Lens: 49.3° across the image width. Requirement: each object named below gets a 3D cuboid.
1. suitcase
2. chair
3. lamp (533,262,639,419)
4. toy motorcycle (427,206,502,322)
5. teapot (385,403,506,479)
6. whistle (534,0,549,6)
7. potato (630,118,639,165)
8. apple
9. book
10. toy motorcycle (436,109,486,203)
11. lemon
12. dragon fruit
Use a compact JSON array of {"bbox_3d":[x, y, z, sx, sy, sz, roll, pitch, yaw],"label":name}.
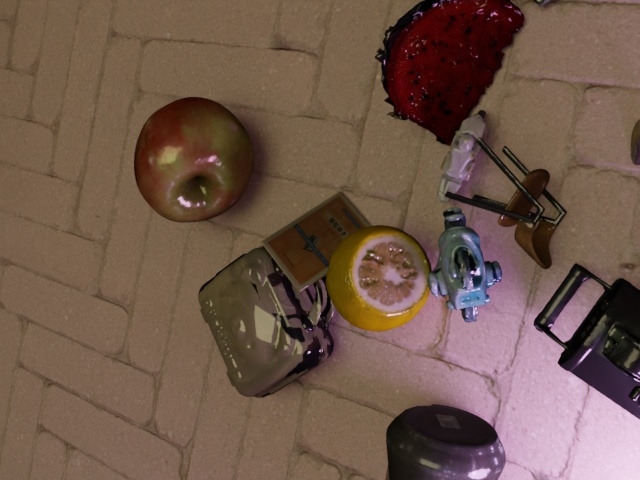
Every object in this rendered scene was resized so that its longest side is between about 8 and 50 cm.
[{"bbox_3d":[-0.125,0.186,1.766,0.339,0.194,0.351,-34,71,23],"label":"suitcase"},{"bbox_3d":[0.415,-0.078,1.463,0.247,0.158,0.172,37,110,29],"label":"chair"},{"bbox_3d":[0.597,0.214,1.306,0.272,0.374,0.205,33,100,-5],"label":"lamp"},{"bbox_3d":[0.298,0.050,1.470,0.154,0.260,0.206,-9,59,9],"label":"toy motorcycle"},{"bbox_3d":[0.234,0.546,1.520,0.300,0.253,0.344,-150,68,-63],"label":"teapot"},{"bbox_3d":[0.541,-0.587,1.456,0.236,0.077,0.114,-46,57,28],"label":"whistle"},{"bbox_3d":[0.646,-0.200,1.401,0.037,0.036,0.093,-1,109,-4],"label":"potato"},{"bbox_3d":[-0.338,-0.220,1.850,0.319,0.319,0.277,-48,43,21],"label":"apple"},{"bbox_3d":[0.000,0.000,1.715,0.241,0.018,0.170,-34,67,-13],"label":"book"},{"bbox_3d":[0.313,-0.188,1.535,0.074,0.151,0.229,25,94,9],"label":"toy motorcycle"},{"bbox_3d":[0.126,0.089,1.593,0.240,0.219,0.240,2,79,-12],"label":"lemon"},{"bbox_3d":[0.265,-0.418,1.566,0.343,0.282,0.100,-59,21,16],"label":"dragon fruit"}]
